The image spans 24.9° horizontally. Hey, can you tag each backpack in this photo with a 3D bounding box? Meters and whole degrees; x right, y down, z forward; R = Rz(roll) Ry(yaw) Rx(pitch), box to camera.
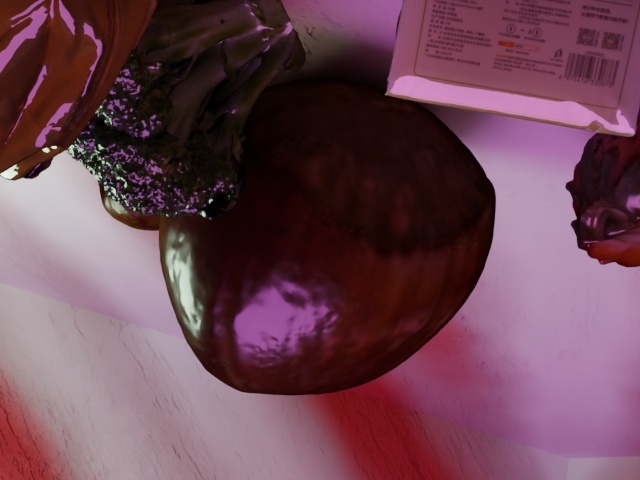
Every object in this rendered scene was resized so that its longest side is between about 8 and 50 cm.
[{"bbox_3d":[-0.300,-0.238,1.263,0.201,0.354,0.378,-13,158,-47],"label":"backpack"}]

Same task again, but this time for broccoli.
[{"bbox_3d":[-0.167,-0.183,1.497,0.283,0.321,0.304,-27,139,2],"label":"broccoli"}]

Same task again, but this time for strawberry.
[{"bbox_3d":[0.456,-0.065,1.702,0.336,0.149,0.265,4,159,-16],"label":"strawberry"}]

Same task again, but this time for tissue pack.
[{"bbox_3d":[0.187,-0.197,1.327,0.234,0.159,0.125,9,-162,3],"label":"tissue pack"}]

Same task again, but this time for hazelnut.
[{"bbox_3d":[0.000,0.000,1.739,0.352,0.421,0.421,38,177,27],"label":"hazelnut"}]

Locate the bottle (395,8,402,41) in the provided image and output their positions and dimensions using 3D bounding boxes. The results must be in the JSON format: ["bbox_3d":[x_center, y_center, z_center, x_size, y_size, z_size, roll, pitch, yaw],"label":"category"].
[{"bbox_3d":[0.179,-0.205,1.456,0.209,0.097,0.110,6,155,15],"label":"bottle"}]

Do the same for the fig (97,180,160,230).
[{"bbox_3d":[-0.184,-0.104,1.915,0.190,0.191,0.290,4,-179,19],"label":"fig"}]
